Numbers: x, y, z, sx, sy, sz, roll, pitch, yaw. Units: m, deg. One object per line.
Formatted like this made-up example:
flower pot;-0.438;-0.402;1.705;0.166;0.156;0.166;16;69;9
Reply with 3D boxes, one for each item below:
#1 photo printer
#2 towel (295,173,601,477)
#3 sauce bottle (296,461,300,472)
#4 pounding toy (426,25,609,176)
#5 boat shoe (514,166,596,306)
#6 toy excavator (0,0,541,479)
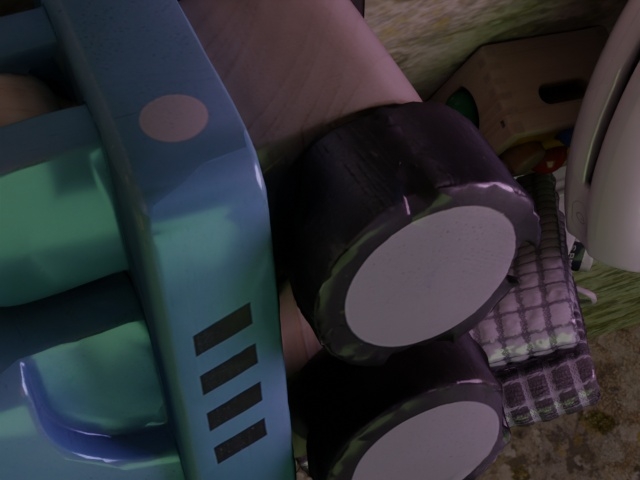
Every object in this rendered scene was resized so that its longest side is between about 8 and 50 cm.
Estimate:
photo printer;0.317;-0.105;0.984;0.307;0.107;0.256;-11;136;-27
towel;0.093;0.067;1.117;0.235;0.121;0.284;-17;-162;12
sauce bottle;-0.037;0.181;1.646;0.111;0.111;0.344;-21;-172;15
pounding toy;0.141;-0.078;1.055;0.141;0.100;0.130;-13;166;-24
boat shoe;0.215;-0.013;1.306;0.367;0.156;0.136;-17;167;-5
toy excavator;-0.153;-0.005;0.599;0.445;0.222;0.433;-20;141;-13
